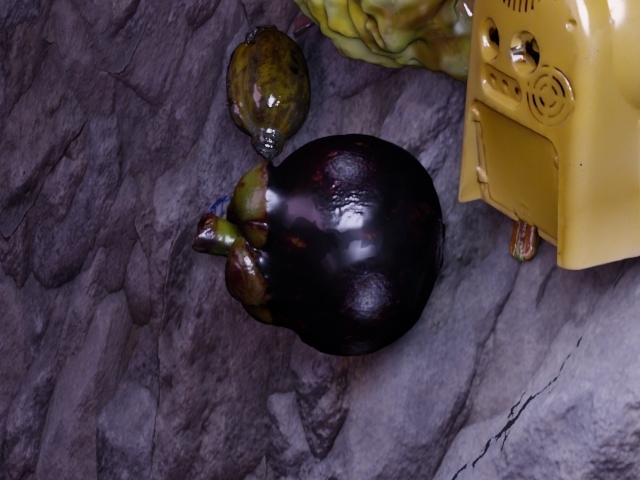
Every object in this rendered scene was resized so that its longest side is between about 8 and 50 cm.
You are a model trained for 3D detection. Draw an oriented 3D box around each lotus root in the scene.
[{"bbox_3d":[-0.069,-0.207,2.106,0.120,0.120,0.209,-29,56,48],"label":"lotus root"}]

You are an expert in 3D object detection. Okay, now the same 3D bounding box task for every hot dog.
[{"bbox_3d":[0.232,-0.015,1.676,0.037,0.021,0.083,10,86,46],"label":"hot dog"}]

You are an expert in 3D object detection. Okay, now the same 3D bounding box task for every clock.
[{"bbox_3d":[0.254,-0.160,1.455,0.244,0.200,0.317,36,139,51],"label":"clock"}]

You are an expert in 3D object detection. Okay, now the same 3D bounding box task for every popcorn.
[{"bbox_3d":[0.111,-0.318,1.740,0.312,0.312,0.312,-25,59,50],"label":"popcorn"}]

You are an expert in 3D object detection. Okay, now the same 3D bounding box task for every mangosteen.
[{"bbox_3d":[0.004,-0.003,1.774,0.287,0.287,0.233,-5,53,55],"label":"mangosteen"}]

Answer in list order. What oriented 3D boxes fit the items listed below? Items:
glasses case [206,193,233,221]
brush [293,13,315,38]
[{"bbox_3d":[-0.086,-0.029,2.106,0.248,0.065,0.087,-7,72,54],"label":"glasses case"},{"bbox_3d":[0.056,-0.340,2.011,0.301,0.071,0.084,-30,44,48],"label":"brush"}]
